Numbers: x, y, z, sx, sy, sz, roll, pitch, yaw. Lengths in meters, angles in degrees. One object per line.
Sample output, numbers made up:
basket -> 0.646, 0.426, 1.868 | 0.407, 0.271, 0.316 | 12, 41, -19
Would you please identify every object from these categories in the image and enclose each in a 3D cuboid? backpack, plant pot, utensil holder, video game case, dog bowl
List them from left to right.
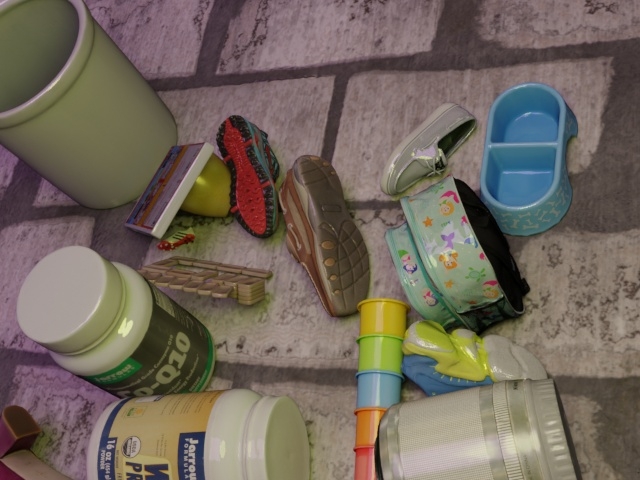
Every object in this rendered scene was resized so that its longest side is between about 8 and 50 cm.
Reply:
utensil holder -> -0.522, -0.284, 1.803 | 0.328, 0.385, 0.327 | -10, 60, 19
video game case -> -0.309, -0.104, 1.727 | 0.204, 0.025, 0.285 | -60, 22, -8
plant pot -> -0.215, -0.100, 1.742 | 0.095, 0.134, 0.134 | 31, 77, -1
backpack -> 0.217, 0.022, 1.408 | 0.191, 0.253, 0.225 | -22, 58, 11
dog bowl -> 0.370, -0.156, 1.547 | 0.166, 0.074, 0.297 | 2, 65, 23

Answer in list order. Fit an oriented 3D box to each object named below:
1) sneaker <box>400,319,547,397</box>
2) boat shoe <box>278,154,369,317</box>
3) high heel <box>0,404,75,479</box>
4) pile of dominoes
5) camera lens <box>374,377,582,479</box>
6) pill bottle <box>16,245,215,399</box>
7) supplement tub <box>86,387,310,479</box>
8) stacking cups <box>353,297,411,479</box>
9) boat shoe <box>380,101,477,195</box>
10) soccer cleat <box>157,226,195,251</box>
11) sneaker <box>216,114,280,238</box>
sneaker -> 0.241, 0.212, 1.404 | 0.240, 0.126, 0.091 | 21, 38, 2
boat shoe -> 0.000, 0.000, 1.610 | 0.116, 0.123, 0.324 | -37, 56, 43
high heel -> -0.526, 0.499, 1.584 | 0.181, 0.127, 0.377 | -53, 56, 25
pile of dominoes -> -0.231, 0.082, 1.631 | 0.251, 0.196, 0.040 | 8, 103, 26
camera lens -> 0.230, 0.328, 1.260 | 0.274, 0.219, 0.219 | -15, 59, 15
pill bottle -> -0.350, 0.162, 1.507 | 0.204, 0.361, 0.204 | -10, 60, 19
supplement tub -> -0.197, 0.363, 1.416 | 0.316, 0.228, 0.228 | -8, 61, 19
stacking cups -> 0.105, 0.258, 1.435 | 0.096, 0.096, 0.316 | -7, 65, 20
boat shoe -> 0.207, -0.166, 1.617 | 0.227, 0.079, 0.081 | -48, 52, -10
soccer cleat -> -0.298, -0.003, 1.776 | 0.083, 0.029, 0.035 | -19, 49, 9
sneaker -> -0.114, -0.126, 1.706 | 0.104, 0.125, 0.261 | -25, 69, 31
